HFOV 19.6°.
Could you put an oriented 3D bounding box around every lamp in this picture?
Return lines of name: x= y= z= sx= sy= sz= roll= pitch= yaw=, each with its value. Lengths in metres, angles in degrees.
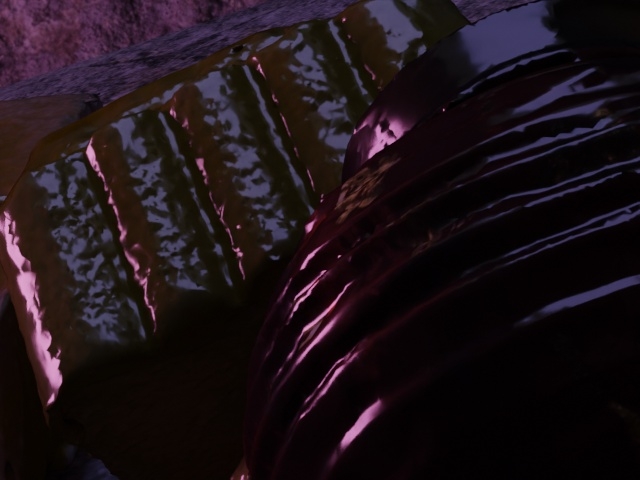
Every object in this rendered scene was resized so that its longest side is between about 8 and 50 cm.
lamp: x=0.094 y=0.051 z=0.565 sx=0.247 sy=0.247 sz=0.247 roll=-16 pitch=13 yaw=4

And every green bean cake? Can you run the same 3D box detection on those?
green bean cake: x=-0.001 y=0.010 z=0.787 sx=0.233 sy=0.124 sz=0.236 roll=-23 pitch=-26 yaw=3

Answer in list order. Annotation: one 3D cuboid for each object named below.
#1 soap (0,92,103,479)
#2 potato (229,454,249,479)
soap: x=-0.293 y=0.053 z=1.019 sx=0.339 sy=0.169 sz=0.304 roll=-7 pitch=24 yaw=11
potato: x=0.007 y=0.111 z=0.712 sx=0.066 sy=0.096 sz=0.103 roll=16 pitch=3 yaw=-25
